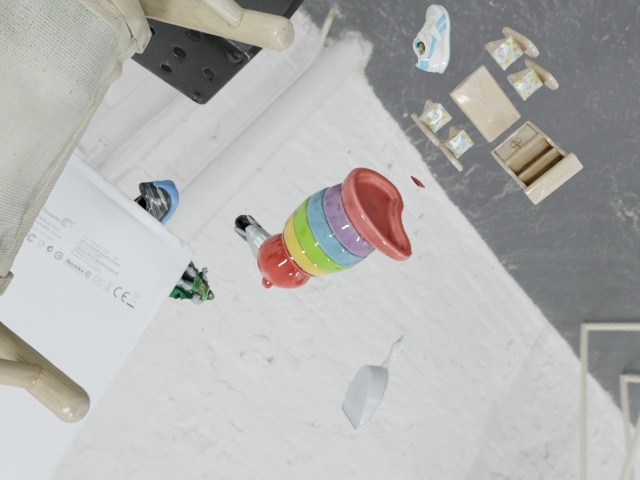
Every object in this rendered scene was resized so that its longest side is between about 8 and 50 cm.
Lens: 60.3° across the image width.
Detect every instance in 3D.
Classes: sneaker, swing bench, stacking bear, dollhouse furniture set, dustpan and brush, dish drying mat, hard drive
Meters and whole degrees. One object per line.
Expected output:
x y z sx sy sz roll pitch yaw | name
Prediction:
-0.173 -0.016 1.472 0.132 0.086 0.228 47 170 -4 | sneaker
0.324 -0.602 1.619 0.092 0.229 0.087 5 158 -8 | sneaker
-0.196 -0.071 0.339 0.165 0.253 0.254 31 173 -42 | swing bench
0.000 0.000 1.032 0.289 0.175 0.164 -31 136 32 | stacking bear
0.547 -0.328 1.616 0.394 0.362 0.256 37 -160 -33 | dollhouse furniture set
-0.295 -0.028 0.901 0.188 0.078 0.067 -56 46 34 | sneaker
0.123 0.299 1.209 0.060 0.211 0.147 21 179 -12 | dustpan and brush
0.237 -0.141 1.345 0.032 0.008 0.083 54 -163 12 | dish drying mat
-0.295 0.084 0.581 0.040 0.319 0.210 4 147 46 | hard drive

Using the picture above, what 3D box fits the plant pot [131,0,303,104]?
-0.142 -0.284 0.667 0.188 0.167 0.187 33 147 -27 | plant pot

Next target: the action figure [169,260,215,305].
-0.312 0.103 1.347 0.063 0.137 0.232 8 159 14 | action figure
